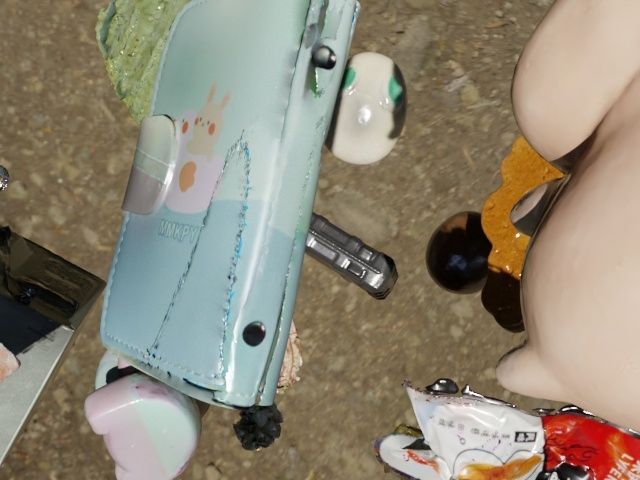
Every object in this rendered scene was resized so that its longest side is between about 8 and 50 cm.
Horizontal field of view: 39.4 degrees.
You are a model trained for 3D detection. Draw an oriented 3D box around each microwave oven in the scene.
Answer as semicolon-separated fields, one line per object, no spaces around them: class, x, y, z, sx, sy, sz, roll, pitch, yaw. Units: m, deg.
microwave oven;-0.631;0.118;1.475;0.432;0.236;0.374;30;105;-9

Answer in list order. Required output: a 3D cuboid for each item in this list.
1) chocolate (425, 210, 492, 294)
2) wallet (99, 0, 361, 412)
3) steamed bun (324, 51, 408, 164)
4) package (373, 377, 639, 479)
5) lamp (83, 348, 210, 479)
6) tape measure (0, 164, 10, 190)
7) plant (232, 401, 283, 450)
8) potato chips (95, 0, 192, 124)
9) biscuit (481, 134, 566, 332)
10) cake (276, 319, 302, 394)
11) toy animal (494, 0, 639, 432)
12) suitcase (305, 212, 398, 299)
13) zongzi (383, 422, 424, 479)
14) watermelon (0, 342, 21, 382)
chocolate;0.280;0.029;1.727;0.177;0.177;0.176;4;102;19
wallet;-0.062;-0.035;0.565;0.176;0.075;0.250;10;86;56
steamed bun;0.086;-0.265;1.797;0.177;0.130;0.228;19;103;2
package;0.193;0.211;0.859;0.270;0.071;0.194;15;140;0
lamp;-0.254;0.244;1.465;0.248;0.301;0.247;-25;107;0
tape measure;-0.310;0.010;0.752;0.107;0.104;0.180;40;71;0
plant;-0.137;0.363;1.834;0.105;0.116;0.121;-23;119;6
potato chips;-0.161;-0.282;1.334;0.359;0.070;0.429;32;132;-6
biscuit;0.347;-0.017;1.383;0.202;0.047;0.333;-10;65;31
cake;-0.083;0.161;1.551;0.098;0.287;0.135;-3;135;-1
toy animal;0.160;-0.040;0.393;0.154;0.167;0.250;-12;68;52
suitcase;0.000;0.001;1.517;0.286;0.206;0.066;31;86;10
zongzi;0.257;0.508;2.004;0.241;0.247;0.111;22;69;6
watermelon;-0.468;0.134;0.927;0.193;0.232;0.310;1;94;25
